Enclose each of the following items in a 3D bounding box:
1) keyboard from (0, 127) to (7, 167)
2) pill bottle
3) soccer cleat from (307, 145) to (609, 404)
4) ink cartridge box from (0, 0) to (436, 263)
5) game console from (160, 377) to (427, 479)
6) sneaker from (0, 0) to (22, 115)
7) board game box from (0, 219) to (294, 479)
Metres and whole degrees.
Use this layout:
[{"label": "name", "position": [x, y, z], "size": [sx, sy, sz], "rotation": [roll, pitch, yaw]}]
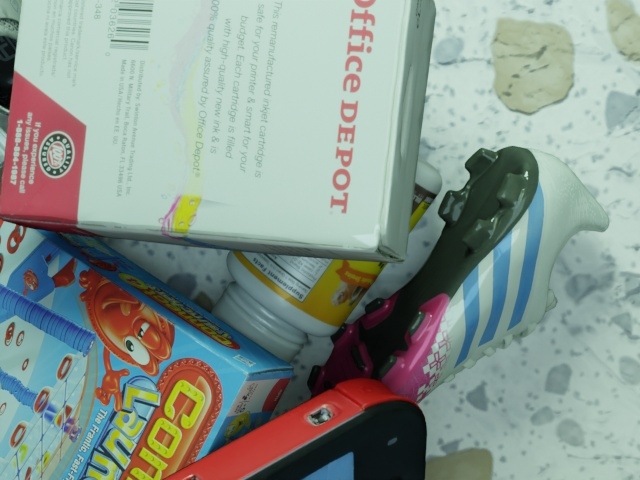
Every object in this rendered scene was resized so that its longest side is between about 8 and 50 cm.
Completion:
[{"label": "keyboard", "position": [-0.368, -0.031, 1.190], "size": [0.256, 0.014, 0.072], "rotation": [-37, 93, 23]}, {"label": "pill bottle", "position": [0.000, 0.000, 1.175], "size": [0.117, 0.117, 0.215], "rotation": [35, 99, -6]}, {"label": "soccer cleat", "position": [0.122, 0.072, 1.193], "size": [0.143, 0.116, 0.331], "rotation": [27, 110, -30]}, {"label": "ink cartridge box", "position": [-0.077, -0.106, 1.070], "size": [0.306, 0.131, 0.226], "rotation": [6, 86, 12]}, {"label": "game console", "position": [-0.072, 0.307, 1.109], "size": [0.387, 0.060, 0.342], "rotation": [-25, 131, -26]}, {"label": "sneaker", "position": [-0.292, -0.199, 1.069], "size": [0.105, 0.115, 0.281], "rotation": [-32, 139, 11]}, {"label": "board game box", "position": [-0.224, 0.163, 1.158], "size": [0.302, 0.086, 0.308], "rotation": [31, 99, 23]}]
